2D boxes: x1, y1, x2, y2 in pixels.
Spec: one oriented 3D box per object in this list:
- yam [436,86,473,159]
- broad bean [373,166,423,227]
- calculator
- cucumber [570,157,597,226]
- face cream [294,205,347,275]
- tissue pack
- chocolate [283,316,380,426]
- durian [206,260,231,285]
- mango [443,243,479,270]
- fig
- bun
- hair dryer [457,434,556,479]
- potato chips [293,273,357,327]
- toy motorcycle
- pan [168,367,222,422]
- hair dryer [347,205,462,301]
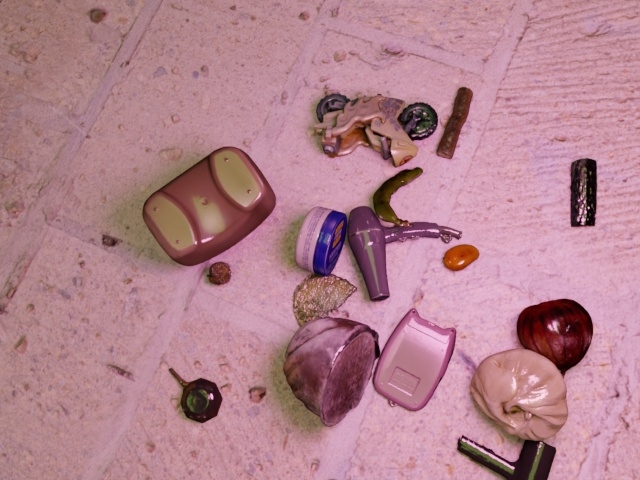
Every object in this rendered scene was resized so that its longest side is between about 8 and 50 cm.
[{"bbox_3d":[0.450,-0.390,1.771,0.061,0.061,0.253,18,77,12],"label":"yam"},{"bbox_3d":[0.241,-0.142,1.687,0.144,0.049,0.292,6,45,14],"label":"broad bean"},{"bbox_3d":[0.278,0.361,1.594,0.194,0.043,0.294,26,81,13],"label":"calculator"},{"bbox_3d":[0.819,-0.146,1.649,0.078,0.062,0.211,4,75,8],"label":"cucumber"},{"bbox_3d":[0.000,0.000,1.646,0.111,0.206,0.206,17,78,13],"label":"face cream"},{"bbox_3d":[-0.341,-0.101,1.695,0.387,0.277,0.267,-37,80,-2],"label":"tissue pack"},{"bbox_3d":[0.008,0.349,1.532,0.213,0.303,0.303,21,78,30],"label":"chocolate"},{"bbox_3d":[-0.332,0.107,1.731,0.091,0.080,0.080,-6,74,19],"label":"durian"},{"bbox_3d":[0.437,0.051,1.649,0.114,0.060,0.080,-19,59,4],"label":"mango"},{"bbox_3d":[0.672,0.292,1.494,0.203,0.186,0.250,-12,80,-15],"label":"fig"},{"bbox_3d":[0.538,0.419,1.439,0.259,0.160,0.259,6,102,28],"label":"bun"},{"bbox_3d":[0.502,0.612,1.478,0.251,0.089,0.197,22,79,19],"label":"hair dryer"},{"bbox_3d":[0.010,0.210,1.683,0.202,0.029,0.220,5,73,10],"label":"potato chips"},{"bbox_3d":[0.169,-0.365,1.750,0.410,0.169,0.237,12,70,16],"label":"toy motorcycle"},{"bbox_3d":[-0.408,0.484,1.650,0.202,0.048,0.128,15,78,12],"label":"pan"},{"bbox_3d":[0.273,0.018,1.659,0.361,0.121,0.301,-10,67,-3],"label":"hair dryer"}]
